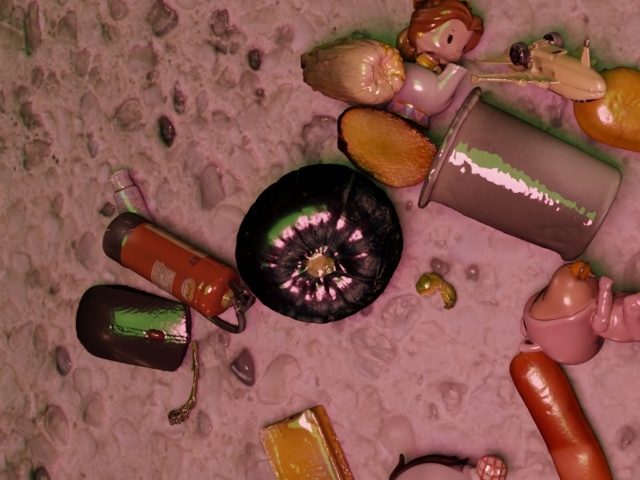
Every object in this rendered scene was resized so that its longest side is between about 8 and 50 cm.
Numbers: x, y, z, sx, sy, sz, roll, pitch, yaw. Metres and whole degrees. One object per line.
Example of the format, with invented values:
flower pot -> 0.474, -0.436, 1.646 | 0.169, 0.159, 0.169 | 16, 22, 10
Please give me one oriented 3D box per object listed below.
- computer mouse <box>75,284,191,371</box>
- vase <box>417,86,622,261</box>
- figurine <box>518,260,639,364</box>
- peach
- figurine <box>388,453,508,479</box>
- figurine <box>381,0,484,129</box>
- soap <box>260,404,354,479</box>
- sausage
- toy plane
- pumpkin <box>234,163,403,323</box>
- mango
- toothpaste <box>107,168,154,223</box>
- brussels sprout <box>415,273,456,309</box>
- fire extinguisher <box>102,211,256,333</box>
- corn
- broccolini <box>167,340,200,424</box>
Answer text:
computer mouse -> -0.425, 0.191, 1.564 | 0.295, 0.087, 0.169 | 9, 91, 20
vase -> 0.347, -0.101, 1.234 | 0.291, 0.245, 0.245 | 27, 98, 9
figurine -> 0.466, 0.108, 1.171 | 0.287, 0.176, 0.186 | -11, 102, 46
peach -> 0.134, -0.187, 1.313 | 0.068, 0.189, 0.279 | -51, 30, -20
figurine -> 0.270, 0.518, 1.266 | 0.369, 0.167, 0.282 | 30, 113, 13
figurine -> 0.206, -0.348, 1.325 | 0.189, 0.142, 0.264 | 26, 98, 42
soap -> -0.018, 0.461, 1.416 | 0.134, 0.076, 0.233 | -26, 81, 19
sausage -> 0.429, 0.327, 1.254 | 0.089, 0.083, 0.300 | -26, 83, 17
toy plane -> 0.390, -0.296, 1.209 | 0.241, 0.256, 0.104 | -18, 113, -18
pumpkin -> 0.000, 0.000, 1.341 | 0.314, 0.238, 0.316 | 1, 106, 3
mango -> 0.534, -0.219, 1.226 | 0.195, 0.098, 0.137 | 40, 99, 9
toothpaste -> -0.413, -0.043, 1.589 | 0.089, 0.057, 0.234 | -22, 88, 20
brussels sprout -> 0.225, 0.095, 1.358 | 0.083, 0.046, 0.051 | 30, 95, 8
fire extinguisher -> -0.269, 0.077, 1.479 | 0.375, 0.200, 0.113 | 27, 76, 23
corn -> 0.052, -0.314, 1.319 | 0.123, 0.305, 0.122 | 0, 102, -20
broccolini -> -0.286, 0.317, 1.544 | 0.052, 0.054, 0.194 | 18, 87, -9
